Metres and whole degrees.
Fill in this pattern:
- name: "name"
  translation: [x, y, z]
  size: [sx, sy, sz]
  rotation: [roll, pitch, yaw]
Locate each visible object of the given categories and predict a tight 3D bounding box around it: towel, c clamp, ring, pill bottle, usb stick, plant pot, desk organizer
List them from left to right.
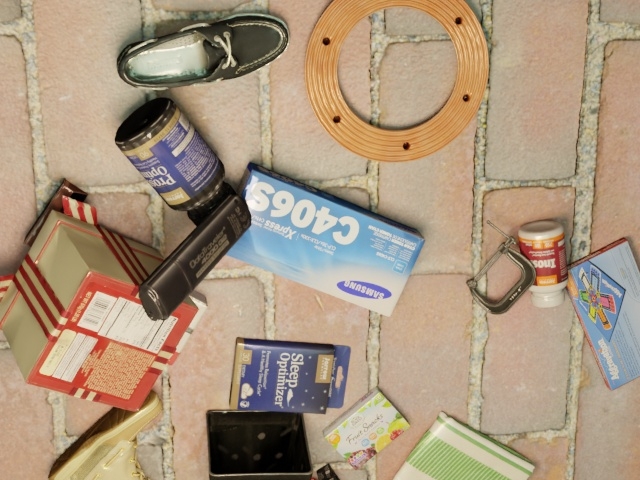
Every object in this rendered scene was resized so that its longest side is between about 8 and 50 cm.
- name: "desk organizer"
  translation: [-0.466, -0.039, 1.784]
  size: [0.050, 0.047, 0.130]
  rotation: [33, 98, -18]
- name: "pill bottle"
  translation: [-0.242, -0.129, 1.743]
  size: [0.122, 0.123, 0.219]
  rotation: [-36, 120, 3]
- name: "usb stick"
  translation: [-0.202, 0.024, 1.663]
  size: [0.045, 0.278, 0.077]
  rotation: [1, 127, 36]
- name: "plant pot"
  translation: [-0.122, 0.442, 1.905]
  size: [0.187, 0.188, 0.167]
  rotation: [0, 117, -9]
- name: "ring"
  translation: [0.136, -0.306, 1.808]
  size: [0.336, 0.032, 0.337]
  rotation: [-2, 106, -7]
- name: "towel"
  translation: [0.250, 0.529, 2.054]
  size: [0.247, 0.038, 0.325]
  rotation: [31, 101, -14]
- name: "c clamp"
  translation: [0.333, 0.059, 1.914]
  size: [0.137, 0.022, 0.161]
  rotation: [35, 119, 8]
- name: "pill bottle"
  translation: [0.424, 0.045, 1.918]
  size: [0.086, 0.086, 0.152]
  rotation: [-12, 107, -5]

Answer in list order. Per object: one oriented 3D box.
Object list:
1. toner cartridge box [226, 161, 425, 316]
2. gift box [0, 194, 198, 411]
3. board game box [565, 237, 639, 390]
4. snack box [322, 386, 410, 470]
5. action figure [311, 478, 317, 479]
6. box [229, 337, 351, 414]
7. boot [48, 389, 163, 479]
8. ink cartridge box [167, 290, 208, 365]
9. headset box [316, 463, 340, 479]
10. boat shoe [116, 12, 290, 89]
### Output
- name: "toner cartridge box"
  translation: [0.000, 0.000, 1.849]
  size: [0.347, 0.075, 0.165]
  rotation: [21, 102, -14]
- name: "gift box"
  translation: [-0.398, 0.098, 1.712]
  size: [0.276, 0.258, 0.255]
  rotation: [30, 98, -38]
- name: "board game box"
  translation: [0.586, 0.148, 2.001]
  size: [0.145, 0.027, 0.281]
  rotation: [-27, 107, -2]
- name: "snack box"
  translation: [0.090, 0.368, 1.983]
  size: [0.141, 0.037, 0.100]
  rotation: [-41, 106, 4]
- name: "action figure"
  translation: [0.002, 0.510, 2.010]
  size: [0.030, 0.038, 0.115]
  rotation: [-35, 109, -15]
- name: "box"
  translation: [-0.056, 0.261, 1.934]
  size: [0.225, 0.036, 0.137]
  rotation: [4, 105, -11]
- name: "boot"
  translation: [-0.350, 0.422, 1.903]
  size: [0.262, 0.095, 0.203]
  rotation: [-41, 107, 6]
- name: "ink cartridge box"
  translation: [-0.282, 0.145, 1.856]
  size: [0.099, 0.056, 0.135]
  rotation: [30, 100, -15]
- name: "headset box"
  translation: [0.029, 0.491, 1.995]
  size: [0.032, 0.062, 0.083]
  rotation: [-31, 108, 1]
- name: "boat shoe"
  translation: [-0.195, -0.314, 1.724]
  size: [0.302, 0.091, 0.114]
  rotation: [-17, 107, -3]
